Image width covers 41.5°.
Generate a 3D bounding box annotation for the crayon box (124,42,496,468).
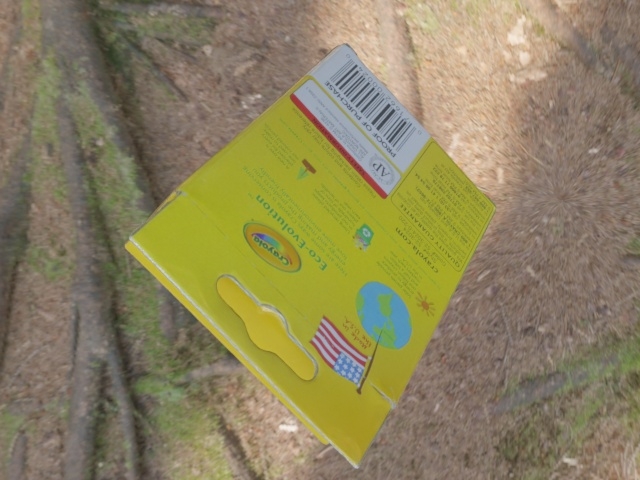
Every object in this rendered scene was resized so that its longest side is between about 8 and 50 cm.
[{"bbox_3d":[0.000,0.000,0.630,0.202,0.318,0.081,47,130,-6],"label":"crayon box"}]
